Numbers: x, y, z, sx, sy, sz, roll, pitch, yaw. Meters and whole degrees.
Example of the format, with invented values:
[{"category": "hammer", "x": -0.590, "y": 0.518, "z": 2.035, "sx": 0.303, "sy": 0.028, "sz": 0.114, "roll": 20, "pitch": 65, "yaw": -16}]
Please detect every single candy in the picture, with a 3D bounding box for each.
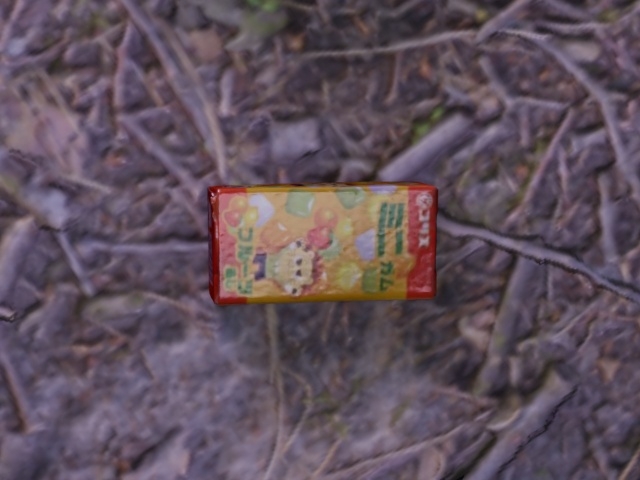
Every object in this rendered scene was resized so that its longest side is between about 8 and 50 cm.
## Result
[{"category": "candy", "x": 0.000, "y": 0.000, "z": 0.751, "sx": 0.122, "sy": 0.038, "sz": 0.062, "roll": -2, "pitch": 99, "yaw": -12}]
